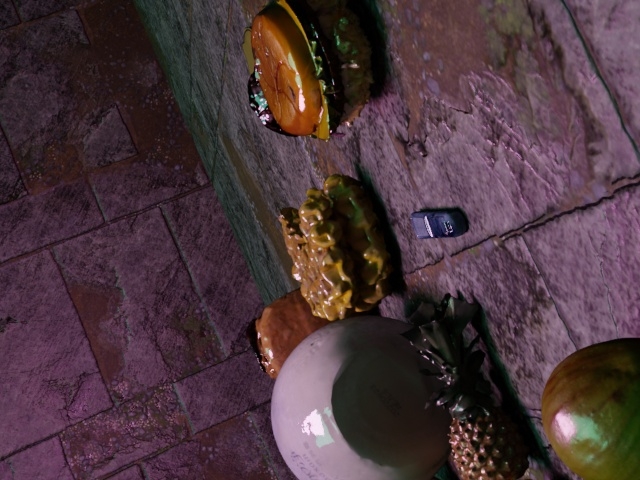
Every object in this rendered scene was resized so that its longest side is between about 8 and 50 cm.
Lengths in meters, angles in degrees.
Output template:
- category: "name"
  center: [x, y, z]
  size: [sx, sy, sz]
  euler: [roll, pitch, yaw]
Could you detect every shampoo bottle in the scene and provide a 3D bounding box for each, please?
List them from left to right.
- category: "shampoo bottle"
  center: [0.081, 0.289, 1.274]
  size: [0.322, 0.322, 0.317]
  euler: [64, 154, 15]

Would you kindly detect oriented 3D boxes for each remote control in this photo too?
- category: "remote control"
  center: [0.166, -0.023, 1.055]
  size: [0.043, 0.027, 0.152]
  euler: [64, 169, -5]

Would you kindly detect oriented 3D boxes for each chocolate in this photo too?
- category: "chocolate"
  center: [-0.037, -0.271, 1.291]
  size: [0.133, 0.156, 0.156]
  euler: [-14, 99, 49]

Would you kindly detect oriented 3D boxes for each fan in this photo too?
- category: "fan"
  center: [-0.118, -0.352, 1.668]
  size: [0.335, 0.011, 0.229]
  euler: [59, 164, 33]

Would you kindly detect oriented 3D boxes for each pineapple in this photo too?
- category: "pineapple"
  center: [0.218, 0.218, 1.079]
  size: [0.277, 0.130, 0.119]
  euler: [66, -164, -3]

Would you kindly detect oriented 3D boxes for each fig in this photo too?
- category: "fig"
  center: [0.283, 0.136, 0.661]
  size: [0.142, 0.148, 0.186]
  euler: [-109, 40, -67]

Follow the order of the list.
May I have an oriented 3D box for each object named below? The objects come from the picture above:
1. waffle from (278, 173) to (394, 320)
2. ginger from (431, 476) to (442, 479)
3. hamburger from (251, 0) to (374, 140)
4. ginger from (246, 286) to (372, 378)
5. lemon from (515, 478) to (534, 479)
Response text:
- category: "waffle"
  center: [0.025, 0.016, 1.405]
  size: [0.324, 0.151, 0.261]
  euler: [166, 85, -79]
- category: "ginger"
  center: [0.244, 0.583, 1.584]
  size: [0.309, 0.107, 0.133]
  euler: [86, 159, -61]
- category: "hamburger"
  center: [-0.012, -0.265, 1.100]
  size: [0.262, 0.139, 0.243]
  euler: [30, 138, 63]
- category: "ginger"
  center: [-0.001, 0.189, 1.597]
  size: [0.200, 0.223, 0.269]
  euler: [57, -156, 8]
- category: "lemon"
  center: [0.301, 0.402, 1.030]
  size: [0.155, 0.114, 0.114]
  euler: [66, 168, -12]
